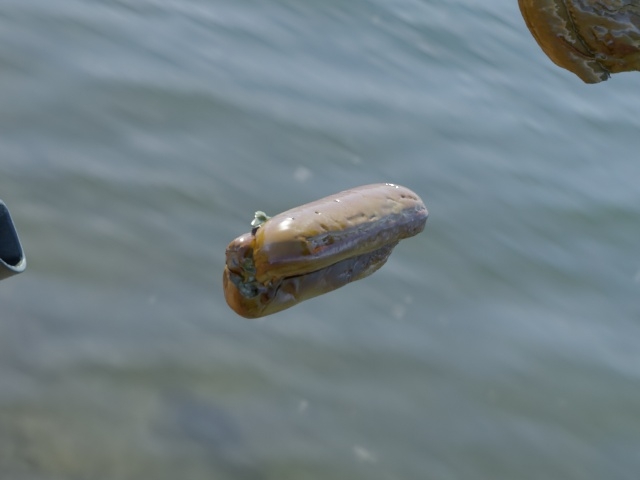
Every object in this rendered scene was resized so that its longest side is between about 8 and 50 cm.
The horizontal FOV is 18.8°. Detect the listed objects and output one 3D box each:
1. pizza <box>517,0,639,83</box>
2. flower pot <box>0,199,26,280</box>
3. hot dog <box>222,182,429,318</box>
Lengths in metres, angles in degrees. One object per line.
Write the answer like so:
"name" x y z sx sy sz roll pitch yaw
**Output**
"pizza" 0.272 -0.202 1.525 0.262 0.181 0.034 11 23 -11
"flower pot" -0.398 -0.010 1.999 0.229 0.108 0.103 52 18 -67
"hot dog" 0.000 0.000 1.534 0.068 0.100 0.249 53 29 11
